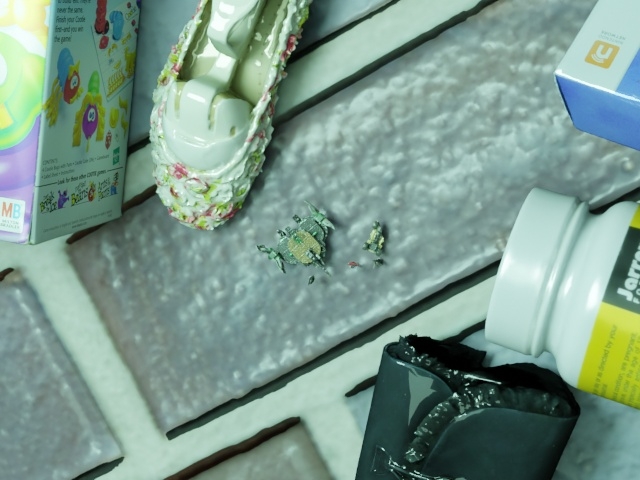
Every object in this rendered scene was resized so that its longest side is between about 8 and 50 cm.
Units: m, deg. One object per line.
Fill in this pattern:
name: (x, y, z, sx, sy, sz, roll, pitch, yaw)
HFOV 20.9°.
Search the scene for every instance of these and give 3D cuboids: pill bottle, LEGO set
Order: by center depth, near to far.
pill bottle: (0.211, 0.046, 1.026, 0.208, 0.119, 0.119, 18, 102, 12)
LEGO set: (0.001, 0.002, 1.133, 0.083, 0.023, 0.054, 16, 104, 0)

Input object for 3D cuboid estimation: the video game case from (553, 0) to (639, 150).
video game case: (0.298, -0.129, 0.908, 0.269, 0.061, 0.244, 23, 73, 31)

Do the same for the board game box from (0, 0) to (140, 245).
board game box: (-0.205, -0.150, 1.102, 0.142, 0.144, 0.275, 9, 100, 15)

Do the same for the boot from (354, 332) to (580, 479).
boot: (0.120, 0.190, 1.084, 0.246, 0.094, 0.207, 26, 108, 17)

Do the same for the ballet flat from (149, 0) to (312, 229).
ballet flat: (-0.061, -0.118, 1.101, 0.091, 0.077, 0.241, 20, 103, 11)
